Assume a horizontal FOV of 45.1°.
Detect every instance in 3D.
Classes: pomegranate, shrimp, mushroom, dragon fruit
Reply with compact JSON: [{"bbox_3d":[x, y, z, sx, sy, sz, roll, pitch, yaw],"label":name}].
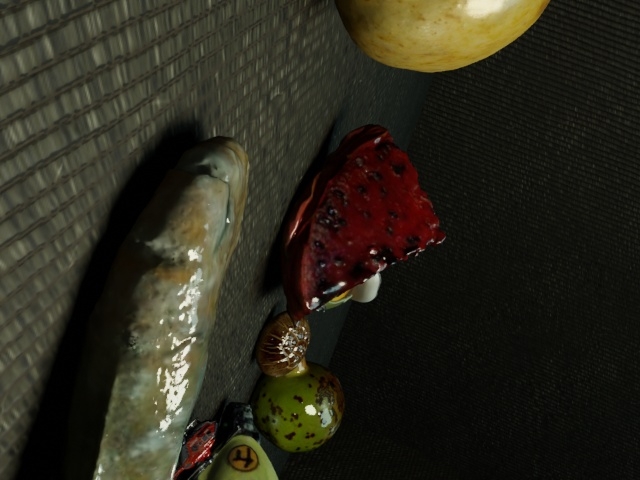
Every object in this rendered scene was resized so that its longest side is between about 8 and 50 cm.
[{"bbox_3d":[-0.054,0.316,1.610,0.198,0.198,0.246,70,3,-79],"label":"pomegranate"},{"bbox_3d":[-0.148,0.126,0.635,0.221,0.109,0.446,-156,-95,-89],"label":"shrimp"},{"bbox_3d":[0.126,-0.292,0.781,0.260,0.260,0.261,23,90,-83],"label":"pomegranate"},{"bbox_3d":[-0.066,0.187,1.402,0.109,0.084,0.126,-41,146,-72],"label":"mushroom"},{"bbox_3d":[-0.005,-0.009,1.284,0.286,0.228,0.329,-31,180,-20],"label":"dragon fruit"}]

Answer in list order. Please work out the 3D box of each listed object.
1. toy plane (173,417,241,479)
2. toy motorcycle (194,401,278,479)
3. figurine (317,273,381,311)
[{"bbox_3d":[-0.176,0.294,1.047,0.145,0.060,0.037,-48,166,-21],"label":"toy plane"},{"bbox_3d":[-0.145,0.464,1.198,0.237,0.168,0.411,144,-48,-78],"label":"toy motorcycle"},{"bbox_3d":[0.015,0.100,1.638,0.141,0.167,0.250,-40,176,-21],"label":"figurine"}]
